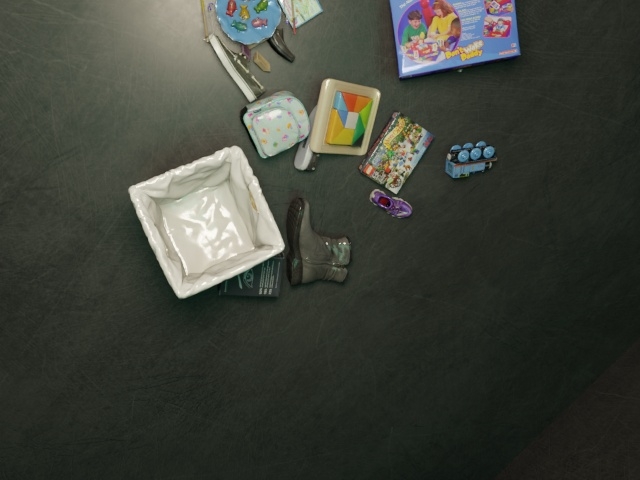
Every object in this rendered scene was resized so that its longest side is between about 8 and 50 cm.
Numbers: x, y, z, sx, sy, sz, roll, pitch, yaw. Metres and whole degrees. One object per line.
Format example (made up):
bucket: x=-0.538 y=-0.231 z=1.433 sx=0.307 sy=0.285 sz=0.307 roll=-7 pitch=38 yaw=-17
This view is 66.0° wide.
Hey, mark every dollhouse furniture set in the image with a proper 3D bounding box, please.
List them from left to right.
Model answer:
dollhouse furniture set: x=-0.164 y=-0.565 z=1.442 sx=0.081 sy=0.091 sz=0.114 roll=-21 pitch=149 yaw=24

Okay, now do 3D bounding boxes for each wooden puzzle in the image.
wooden puzzle: x=0.085 y=-0.377 z=1.546 sx=0.238 sy=0.044 sz=0.221 roll=-4 pitch=115 yaw=-41

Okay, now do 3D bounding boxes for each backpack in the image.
backpack: x=-0.128 y=-0.355 z=1.492 sx=0.188 sy=0.144 sz=0.166 roll=-29 pitch=121 yaw=-8

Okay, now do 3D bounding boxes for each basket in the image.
basket: x=-0.326 y=-0.048 z=1.432 sx=0.331 sy=0.266 sz=0.329 roll=-25 pitch=94 yaw=-15

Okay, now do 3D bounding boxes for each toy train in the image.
toy train: x=0.526 y=-0.282 z=1.727 sx=0.184 sy=0.080 sz=0.105 roll=-10 pitch=123 yaw=-12

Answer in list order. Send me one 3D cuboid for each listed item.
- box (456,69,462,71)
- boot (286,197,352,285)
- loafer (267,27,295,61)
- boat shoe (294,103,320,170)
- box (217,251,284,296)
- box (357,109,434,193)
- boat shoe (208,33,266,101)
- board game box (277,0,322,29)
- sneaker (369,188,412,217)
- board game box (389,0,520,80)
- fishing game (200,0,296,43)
box: x=0.414 y=-0.604 z=1.559 sx=0.101 sy=0.087 sz=0.102 roll=24 pitch=105 yaw=-21
boot: x=0.000 y=0.000 z=1.698 sx=0.222 sy=0.118 sz=0.338 roll=-5 pitch=123 yaw=-15
loafer: x=-0.129 y=-0.598 z=1.441 sx=0.061 sy=0.062 sz=0.170 roll=-47 pitch=116 yaw=2
boat shoe: x=-0.009 y=-0.326 z=1.576 sx=0.076 sy=0.080 sz=0.229 roll=11 pitch=105 yaw=-38
box: x=-0.238 y=0.099 z=1.667 sx=0.206 sy=0.108 sz=0.153 roll=5 pitch=110 yaw=-16
box: x=0.255 y=-0.295 z=1.667 sx=0.159 sy=0.044 sz=0.233 roll=28 pitch=102 yaw=-23
boat shoe: x=-0.242 y=-0.513 z=1.441 sx=0.070 sy=0.078 sz=0.219 roll=-36 pitch=123 yaw=3
board game box: x=-0.075 y=-0.710 z=1.427 sx=0.103 sy=0.026 sz=0.154 roll=-32 pitch=116 yaw=0
sneaker: x=0.249 y=-0.119 z=1.723 sx=0.169 sy=0.071 sz=0.068 roll=20 pitch=105 yaw=-21
board game box: x=0.391 y=-0.627 z=1.458 sx=0.346 sy=0.078 sz=0.234 roll=-7 pitch=99 yaw=10
fishing game: x=-0.199 y=-0.642 z=1.366 sx=0.263 sy=0.041 sz=0.189 roll=-4 pitch=87 yaw=-5
